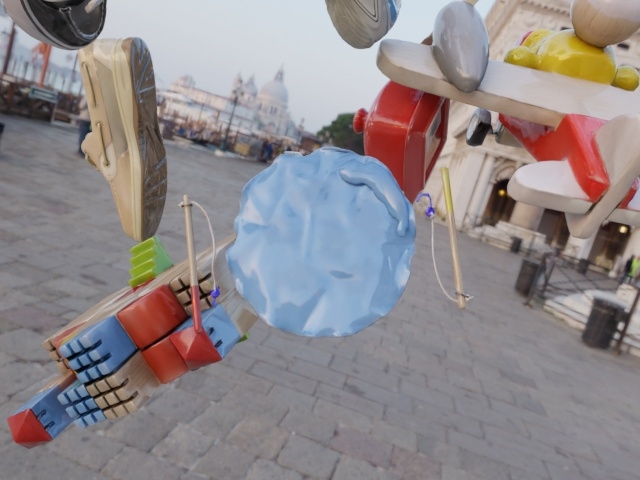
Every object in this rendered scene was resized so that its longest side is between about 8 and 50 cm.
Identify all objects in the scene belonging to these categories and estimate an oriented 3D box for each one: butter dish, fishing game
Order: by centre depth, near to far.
[{"bbox_3d":[0.000,0.000,0.571,0.263,0.189,0.041,-10,-13,2],"label":"fishing game"},{"bbox_3d":[0.100,-0.149,0.796,0.118,0.160,0.160,18,-32,19],"label":"butter dish"}]

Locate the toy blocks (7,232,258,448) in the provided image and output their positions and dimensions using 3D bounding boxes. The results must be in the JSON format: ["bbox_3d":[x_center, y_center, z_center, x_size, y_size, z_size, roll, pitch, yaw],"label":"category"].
[{"bbox_3d":[-0.224,0.120,0.744,0.381,0.191,0.261,-25,12,25],"label":"toy blocks"}]

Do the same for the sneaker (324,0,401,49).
[{"bbox_3d":[0.022,-0.301,0.603,0.085,0.086,0.237,29,-12,33],"label":"sneaker"}]

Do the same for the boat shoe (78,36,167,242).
[{"bbox_3d":[-0.297,-0.143,0.887,0.098,0.303,0.109,1,20,5],"label":"boat shoe"}]

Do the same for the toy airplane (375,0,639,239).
[{"bbox_3d":[0.313,-0.181,0.718,0.385,0.273,0.384,-13,37,-43],"label":"toy airplane"}]

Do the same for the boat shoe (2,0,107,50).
[{"bbox_3d":[-0.220,-0.261,0.531,0.104,0.113,0.306,27,-23,-2],"label":"boat shoe"}]
